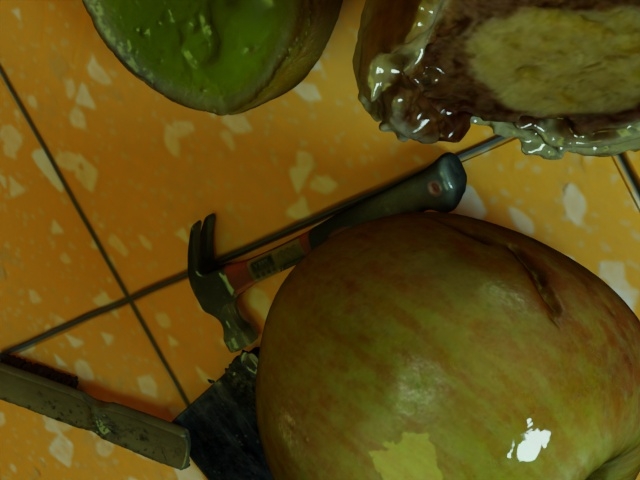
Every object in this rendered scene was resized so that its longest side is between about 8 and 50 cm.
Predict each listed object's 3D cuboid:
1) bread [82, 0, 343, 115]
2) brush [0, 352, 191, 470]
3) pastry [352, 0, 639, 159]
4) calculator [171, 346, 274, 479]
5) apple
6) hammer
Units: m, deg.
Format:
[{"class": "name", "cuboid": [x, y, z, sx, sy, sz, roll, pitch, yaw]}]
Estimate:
[{"class": "bread", "cuboid": [-0.083, -0.206, 1.006, 0.236, 0.070, 0.236, 18, 124, 29]}, {"class": "brush", "cuboid": [-0.215, 0.153, 1.313, 0.248, 0.036, 0.043, 14, 122, 31]}, {"class": "pastry", "cuboid": [0.153, -0.156, 0.787, 0.256, 0.236, 0.170, -42, 47, 49]}, {"class": "calculator", "cuboid": [-0.016, 0.222, 1.215, 0.262, 0.021, 0.161, 51, 133, 3]}, {"class": "apple", "cuboid": [0.080, 0.104, 0.934, 0.264, 0.264, 0.264, 17, 122, 29]}, {"class": "hammer", "cuboid": [0.000, 0.000, 1.079, 0.287, 0.033, 0.111, -24, 99, 41]}]
